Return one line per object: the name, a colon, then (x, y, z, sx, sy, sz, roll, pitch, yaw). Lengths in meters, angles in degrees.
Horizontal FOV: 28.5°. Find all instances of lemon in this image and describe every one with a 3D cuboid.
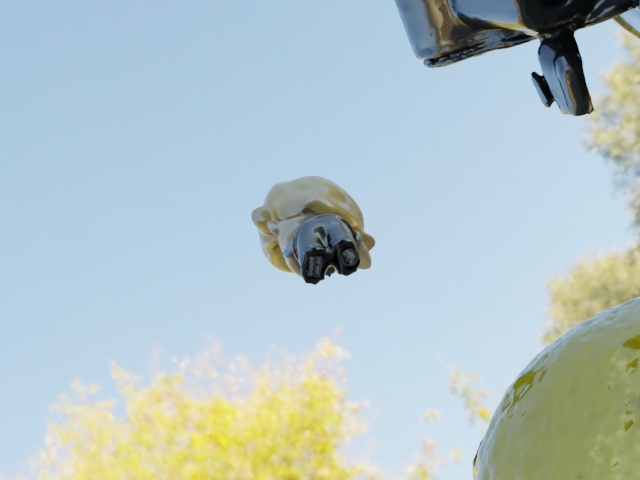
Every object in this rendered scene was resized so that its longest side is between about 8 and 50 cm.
lemon: (0.294, 0.208, 0.923, 0.349, 0.350, 0.387, -8, -7, -45)

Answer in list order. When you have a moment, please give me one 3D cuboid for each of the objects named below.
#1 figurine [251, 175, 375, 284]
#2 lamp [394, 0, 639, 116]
figurine: (0.000, 0.000, 1.292, 0.114, 0.196, 0.108, -21, -69, -5)
lamp: (0.235, -0.173, 0.587, 0.374, 0.272, 0.205, -25, -75, -10)
